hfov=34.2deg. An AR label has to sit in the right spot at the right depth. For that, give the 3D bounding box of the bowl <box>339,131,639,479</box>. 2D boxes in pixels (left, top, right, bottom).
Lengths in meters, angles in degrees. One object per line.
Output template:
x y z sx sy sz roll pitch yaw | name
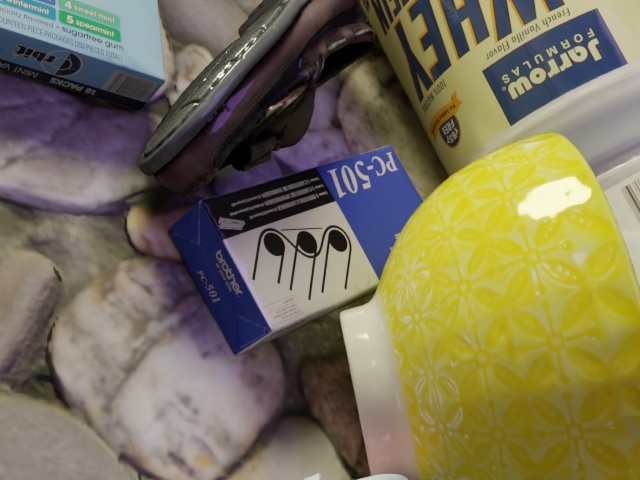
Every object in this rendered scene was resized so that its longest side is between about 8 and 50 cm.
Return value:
0.099 0.087 0.661 0.156 0.289 0.289 -12 64 0 | bowl

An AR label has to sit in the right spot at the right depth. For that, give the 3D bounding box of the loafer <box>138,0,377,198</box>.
-0.025 -0.117 0.755 0.095 0.109 0.302 45 39 -15 | loafer

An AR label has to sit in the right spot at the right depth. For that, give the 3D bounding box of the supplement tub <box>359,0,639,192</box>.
0.185 -0.155 0.868 0.235 0.235 0.324 -11 70 -46 | supplement tub

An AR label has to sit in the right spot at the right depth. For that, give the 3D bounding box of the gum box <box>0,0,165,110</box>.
-0.187 -0.191 0.702 0.157 0.041 0.184 14 53 -35 | gum box

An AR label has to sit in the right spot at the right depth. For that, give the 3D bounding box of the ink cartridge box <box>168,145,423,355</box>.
0.000 0.000 0.738 0.207 0.046 0.097 -21 79 -48 | ink cartridge box

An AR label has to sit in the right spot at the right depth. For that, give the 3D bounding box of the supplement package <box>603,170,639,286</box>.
0.323 0.079 0.723 0.293 0.177 0.175 43 23 -36 | supplement package

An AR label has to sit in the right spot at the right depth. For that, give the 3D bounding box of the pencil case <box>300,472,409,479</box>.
0.032 0.261 0.535 0.124 0.113 0.273 27 42 -59 | pencil case
